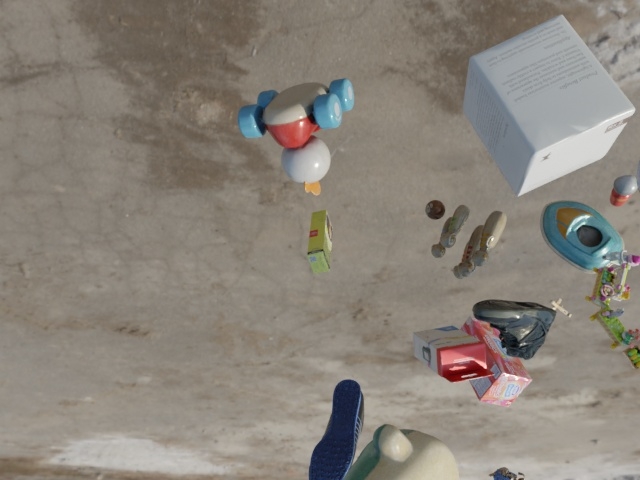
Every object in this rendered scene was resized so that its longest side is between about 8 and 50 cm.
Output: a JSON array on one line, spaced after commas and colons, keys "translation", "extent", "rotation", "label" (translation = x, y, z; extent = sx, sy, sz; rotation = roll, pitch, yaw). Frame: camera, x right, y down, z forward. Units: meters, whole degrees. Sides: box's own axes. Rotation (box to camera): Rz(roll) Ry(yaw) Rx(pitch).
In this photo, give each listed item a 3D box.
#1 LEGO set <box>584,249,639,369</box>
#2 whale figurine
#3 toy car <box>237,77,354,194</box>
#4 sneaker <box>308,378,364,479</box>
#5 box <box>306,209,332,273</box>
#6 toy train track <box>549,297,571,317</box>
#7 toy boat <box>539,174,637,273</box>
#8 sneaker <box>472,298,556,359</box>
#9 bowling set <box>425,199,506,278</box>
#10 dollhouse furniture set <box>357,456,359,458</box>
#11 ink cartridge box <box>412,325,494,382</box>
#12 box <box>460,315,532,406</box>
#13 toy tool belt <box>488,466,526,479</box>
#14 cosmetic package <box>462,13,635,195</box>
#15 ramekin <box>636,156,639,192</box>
[{"translation": [0.721, 0.156, 1.325], "extent": [0.132, 0.286, 0.107], "rotation": [5, 162, -10], "label": "LEGO set"}, {"translation": [0.073, 0.357, 0.763], "extent": [0.272, 0.216, 0.141], "rotation": [1, 178, -43], "label": "whale figurine"}, {"translation": [-0.033, -0.222, 1.276], "extent": [0.219, 0.210, 0.237], "rotation": [-2, 120, 21], "label": "toy car"}, {"translation": [0.042, 0.396, 1.101], "extent": [0.082, 0.232, 0.090], "rotation": [7, 141, 20], "label": "sneaker"}, {"translation": [0.000, 0.000, 1.842], "extent": [0.058, 0.232, 0.087], "rotation": [-11, 127, 13], "label": "box"}, {"translation": [0.712, 0.202, 1.651], "extent": [0.083, 0.048, 0.014], "rotation": [35, 180, -15], "label": "toy train track"}, {"translation": [0.846, -0.071, 1.732], "extent": [0.318, 0.267, 0.148], "rotation": [-43, 155, -4], "label": "toy boat"}, {"translation": [0.414, 0.196, 1.213], "extent": [0.228, 0.130, 0.087], "rotation": [10, -174, -35], "label": "sneaker"}, {"translation": [0.350, -0.001, 1.495], "extent": [0.200, 0.154, 0.287], "rotation": [26, 162, 10], "label": "bowling set"}, {"translation": [0.162, 0.618, 1.263], "extent": [0.135, 0.259, 0.262], "rotation": [-19, 145, 12], "label": "dollhouse furniture set"}, {"translation": [0.362, 0.309, 1.538], "extent": [0.134, 0.077, 0.231], "rotation": [-7, -172, -14], "label": "ink cartridge box"}, {"translation": [0.624, 0.446, 2.075], "extent": [0.142, 0.300, 0.154], "rotation": [18, 118, -21], "label": "box"}, {"translation": [0.484, 0.620, 1.452], "extent": [0.051, 0.052, 0.083], "rotation": [11, 172, -36], "label": "toy tool belt"}, {"translation": [0.327, -0.196, 0.837], "extent": [0.151, 0.183, 0.151], "rotation": [-24, 160, 1], "label": "cosmetic package"}, {"translation": [0.839, -0.185, 1.213], "extent": [0.273, 0.127, 0.272], "rotation": [-15, 125, -22], "label": "ramekin"}]
